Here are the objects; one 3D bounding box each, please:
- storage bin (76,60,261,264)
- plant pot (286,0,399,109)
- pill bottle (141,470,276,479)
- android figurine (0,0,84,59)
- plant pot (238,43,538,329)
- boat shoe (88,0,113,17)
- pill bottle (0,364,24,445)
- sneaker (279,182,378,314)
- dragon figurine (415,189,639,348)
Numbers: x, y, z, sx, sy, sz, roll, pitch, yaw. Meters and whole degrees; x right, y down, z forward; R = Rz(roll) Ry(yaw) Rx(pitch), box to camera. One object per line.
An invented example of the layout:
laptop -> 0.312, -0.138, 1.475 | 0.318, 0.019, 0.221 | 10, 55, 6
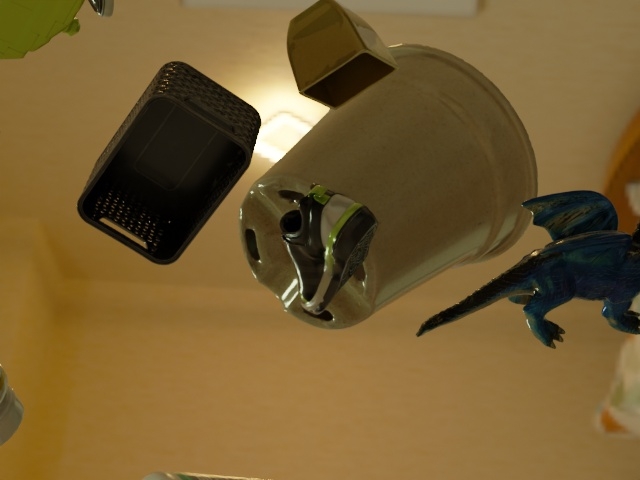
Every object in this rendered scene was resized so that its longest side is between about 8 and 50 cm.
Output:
storage bin -> -0.156, -0.079, 1.430 | 0.180, 0.122, 0.084 | -50, 15, 28
plant pot -> 0.014, -0.191, 1.361 | 0.081, 0.081, 0.083 | 15, -132, -61
pill bottle -> -0.087, 0.439, 1.950 | 0.204, 0.361, 0.204 | -23, 62, 53
android figurine -> -0.335, -0.277, 1.322 | 0.248, 0.273, 0.056 | -56, 36, 23
plant pot -> 0.068, -0.050, 1.819 | 0.305, 0.333, 0.334 | -37, -41, -42
boat shoe -> -0.288, -0.329, 1.687 | 0.142, 0.040, 0.049 | 68, 152, 25
pill bottle -> -0.468, 0.169, 1.728 | 0.119, 0.119, 0.208 | -82, -29, -49
sneaker -> 0.000, 0.000, 1.556 | 0.084, 0.097, 0.235 | -49, -8, -28
dragon figurine -> 0.220, 0.011, 1.194 | 0.085, 0.289, 0.144 | -102, 11, -54
